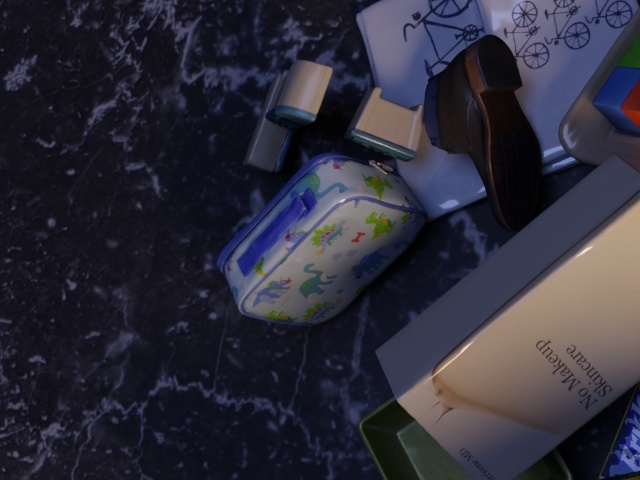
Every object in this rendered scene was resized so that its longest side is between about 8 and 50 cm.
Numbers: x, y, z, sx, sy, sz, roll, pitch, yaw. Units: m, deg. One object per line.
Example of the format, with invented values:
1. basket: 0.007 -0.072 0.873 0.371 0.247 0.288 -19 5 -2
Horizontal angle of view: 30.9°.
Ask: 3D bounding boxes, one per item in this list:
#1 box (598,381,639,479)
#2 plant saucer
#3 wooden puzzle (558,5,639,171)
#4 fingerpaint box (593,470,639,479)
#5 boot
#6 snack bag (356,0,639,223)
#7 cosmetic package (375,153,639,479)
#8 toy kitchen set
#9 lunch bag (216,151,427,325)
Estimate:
1. box: 0.338 0.175 1.146 0.059 0.054 0.169 22 89 34
2. plant saucer: 0.159 0.229 1.249 0.188 0.045 0.188 -38 60 19
3. wooden puzzle: 0.410 -0.195 1.085 0.322 0.080 0.348 -55 32 -5
4. fingerpaint box: 0.243 0.329 0.952 0.445 0.371 0.163 -19 95 27
5. boot: 0.178 -0.107 1.287 0.106 0.082 0.219 -22 71 53
6. snack bag: 0.205 -0.214 1.344 0.343 0.037 0.323 -22 67 26
7. cosmetic package: 0.225 0.082 1.120 0.309 0.160 0.113 -42 21 7
8. toy kitchen set: 0.014 -0.125 1.407 0.166 0.207 0.122 20 87 -11
9. lunch bag: 0.000 0.000 1.318 0.219 0.176 0.090 -46 56 26
